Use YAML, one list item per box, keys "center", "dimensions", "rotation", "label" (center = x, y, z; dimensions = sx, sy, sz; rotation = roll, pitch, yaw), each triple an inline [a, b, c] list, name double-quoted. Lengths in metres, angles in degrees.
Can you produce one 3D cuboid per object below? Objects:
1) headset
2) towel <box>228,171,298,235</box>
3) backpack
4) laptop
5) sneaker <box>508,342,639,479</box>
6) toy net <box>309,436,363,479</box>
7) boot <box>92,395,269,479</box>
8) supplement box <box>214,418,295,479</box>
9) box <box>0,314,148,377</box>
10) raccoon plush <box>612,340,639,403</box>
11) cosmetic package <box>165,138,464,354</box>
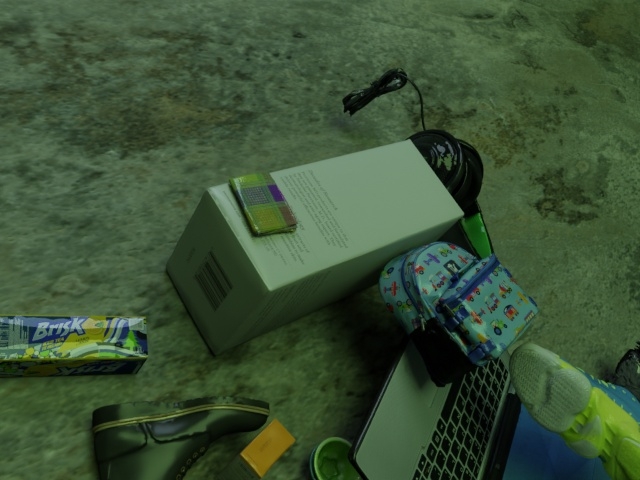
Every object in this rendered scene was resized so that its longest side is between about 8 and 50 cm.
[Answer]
- center: [0.178, -0.107, 1.092]
  dimensions: [0.243, 0.185, 0.394]
  rotation: [-7, 76, -67]
  label: "headset"
- center: [-0.066, -0.042, 0.733]
  dimensions: [0.060, 0.009, 0.083]
  rotation: [-13, 63, -36]
  label: "towel"
- center: [0.170, 0.073, 0.817]
  dimensions: [0.158, 0.117, 0.173]
  rotation: [-27, 76, -39]
  label: "backpack"
- center: [0.294, 0.266, 0.841]
  dimensions: [0.408, 0.236, 0.382]
  rotation: [57, 43, -22]
  label: "laptop"
- center: [0.358, 0.222, 0.855]
  dimensions: [0.240, 0.091, 0.126]
  rotation: [47, 30, 9]
  label: "sneaker"
- center: [0.090, 0.306, 0.829]
  dimensions: [0.232, 0.045, 0.122]
  rotation: [-4, 61, -34]
  label: "toy net"
- center: [-0.150, 0.252, 0.709]
  dimensions: [0.198, 0.077, 0.137]
  rotation: [-1, 64, -17]
  label: "boot"
- center: [-0.076, 0.252, 0.726]
  dimensions: [0.036, 0.098, 0.062]
  rotation: [45, 48, 7]
  label: "supplement box"
- center: [-0.285, 0.119, 0.714]
  dimensions: [0.169, 0.059, 0.054]
  rotation: [5, 58, -29]
  label: "box"
- center: [0.675, 0.357, 1.116]
  dimensions: [0.299, 0.216, 0.446]
  rotation: [21, 76, -34]
  label: "raccoon plush"
- center: [0.000, 0.000, 0.881]
  dimensions: [0.365, 0.197, 0.155]
  rotation: [-20, 70, -41]
  label: "cosmetic package"
